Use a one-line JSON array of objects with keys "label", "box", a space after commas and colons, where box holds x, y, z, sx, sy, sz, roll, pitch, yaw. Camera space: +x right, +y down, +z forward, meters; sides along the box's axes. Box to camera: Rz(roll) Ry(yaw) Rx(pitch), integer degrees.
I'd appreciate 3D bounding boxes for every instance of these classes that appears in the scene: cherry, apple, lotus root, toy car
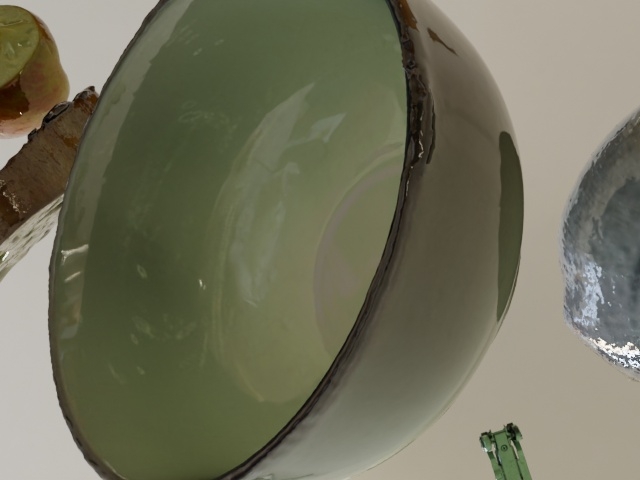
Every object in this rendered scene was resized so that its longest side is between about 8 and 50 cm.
[{"label": "cherry", "box": [0.311, -0.007, 1.009, 0.296, 0.255, 0.218, -19, -140, 20]}, {"label": "apple", "box": [-0.437, -0.219, 1.924, 0.195, 0.173, 0.160, 51, -27, 36]}, {"label": "lotus root", "box": [-0.381, -0.024, 1.680, 0.390, 0.111, 0.375, -44, -176, -12]}, {"label": "toy car", "box": [0.317, 0.380, 2.386, 0.073, 0.143, 0.054, -19, 178, 1]}]

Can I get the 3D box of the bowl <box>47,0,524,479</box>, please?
[{"label": "bowl", "box": [0.000, 0.000, 0.886, 0.354, 0.185, 0.353, -23, -121, 45]}]
